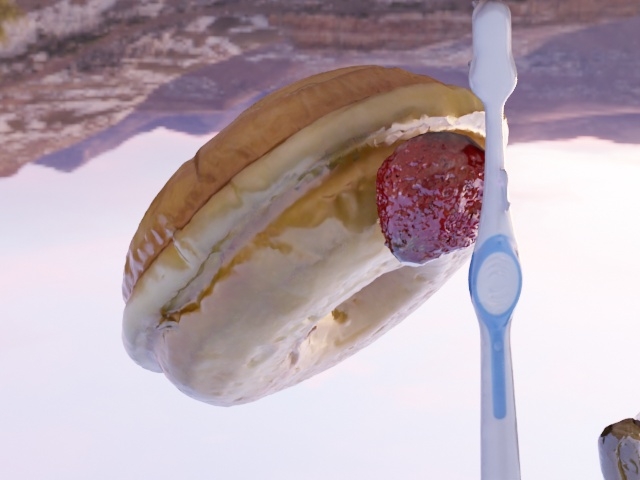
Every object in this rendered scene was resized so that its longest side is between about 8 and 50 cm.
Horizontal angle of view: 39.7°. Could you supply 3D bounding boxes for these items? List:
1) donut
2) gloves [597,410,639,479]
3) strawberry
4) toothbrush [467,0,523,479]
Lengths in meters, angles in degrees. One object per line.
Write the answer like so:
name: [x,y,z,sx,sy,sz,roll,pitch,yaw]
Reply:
donut: [0.000,0.000,0.906,0.449,0.449,0.198,-11,-119,-45]
gloves: [0.335,0.197,0.724,0.331,0.154,0.141,27,173,-26]
strawberry: [0.087,-0.028,0.662,0.106,0.106,0.106,1,-168,0]
toothbrush: [0.117,0.035,0.587,0.040,0.386,0.040,-6,-157,3]
